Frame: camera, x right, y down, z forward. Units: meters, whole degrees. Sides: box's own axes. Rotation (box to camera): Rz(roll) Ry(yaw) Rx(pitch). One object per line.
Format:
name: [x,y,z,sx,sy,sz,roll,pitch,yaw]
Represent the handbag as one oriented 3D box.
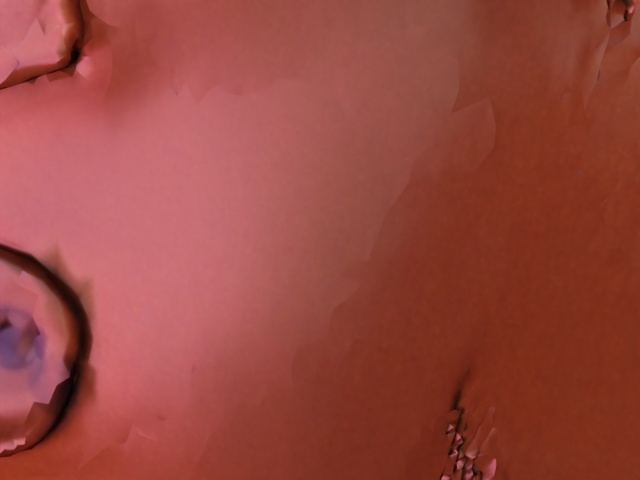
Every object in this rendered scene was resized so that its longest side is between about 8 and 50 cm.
handbag: [0.000,0.000,0.481,0.303,0.116,0.410,-17,97,7]
